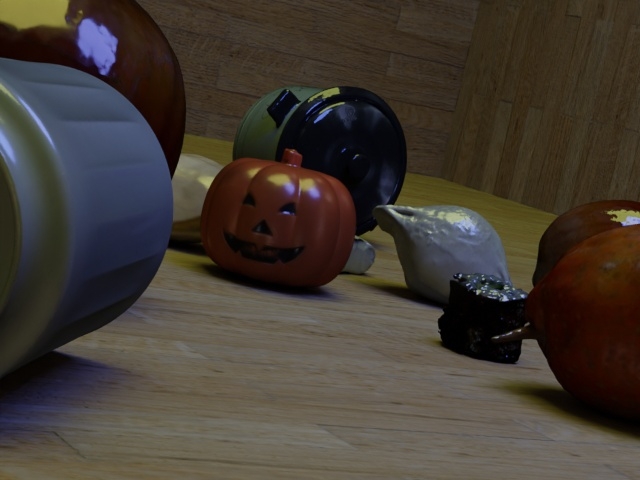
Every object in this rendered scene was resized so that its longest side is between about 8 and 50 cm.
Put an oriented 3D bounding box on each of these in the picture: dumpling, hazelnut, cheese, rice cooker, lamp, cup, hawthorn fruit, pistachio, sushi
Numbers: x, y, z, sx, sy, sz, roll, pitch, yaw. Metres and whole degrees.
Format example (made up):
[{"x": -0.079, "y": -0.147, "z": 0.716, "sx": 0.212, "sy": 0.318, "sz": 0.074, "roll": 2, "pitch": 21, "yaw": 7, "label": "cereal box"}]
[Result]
[{"x": 0.167, "y": 0.024, "z": 2.118, "sx": 0.216, "sy": 0.126, "sz": 0.166, "roll": 10, "pitch": -9, "yaw": 3, "label": "dumpling"}, {"x": 0.385, "y": 0.050, "z": 2.113, "sx": 0.210, "sy": 0.210, "sz": 0.186, "roll": 7, "pitch": 32, "yaw": -39, "label": "hazelnut"}, {"x": 0.000, "y": 0.000, "z": 2.279, "sx": 0.127, "sy": 0.050, "sz": 0.255, "roll": 11, "pitch": 7, "yaw": -10, "label": "cheese"}, {"x": 0.002, "y": -0.128, "z": 2.562, "sx": 0.280, "sy": 0.241, "sz": 0.227, "roll": 50, "pitch": -17, "yaw": -28, "label": "rice cooker"}, {"x": -0.049, "y": -0.030, "z": 1.963, "sx": 0.188, "sy": 0.163, "sz": 0.187, "roll": 11, "pitch": 4, "yaw": -1, "label": "lamp"}, {"x": -0.295, "y": -0.008, "z": 1.189, "sx": 0.323, "sy": 0.236, "sz": 0.327, "roll": -16, "pitch": 2, "yaw": 10, "label": "cup"}, {"x": -0.336, "y": -0.135, "z": 1.603, "sx": 0.409, "sy": 0.359, "sz": 0.359, "roll": 22, "pitch": 7, "yaw": 0, "label": "hazelnut"}, {"x": 0.301, "y": 0.081, "z": 1.593, "sx": 0.262, "sy": 0.210, "sz": 0.210, "roll": 2, "pitch": 5, "yaw": 12, "label": "hawthorn fruit"}, {"x": -0.189, "y": -0.050, "z": 2.126, "sx": 0.200, "sy": 0.117, "sz": 0.145, "roll": 25, "pitch": 50, "yaw": 31, "label": "pistachio"}, {"x": 0.185, "y": 0.084, "z": 1.789, "sx": 0.098, "sy": 0.084, "sz": 0.094, "roll": 4, "pitch": 12, "yaw": -33, "label": "sushi"}]
